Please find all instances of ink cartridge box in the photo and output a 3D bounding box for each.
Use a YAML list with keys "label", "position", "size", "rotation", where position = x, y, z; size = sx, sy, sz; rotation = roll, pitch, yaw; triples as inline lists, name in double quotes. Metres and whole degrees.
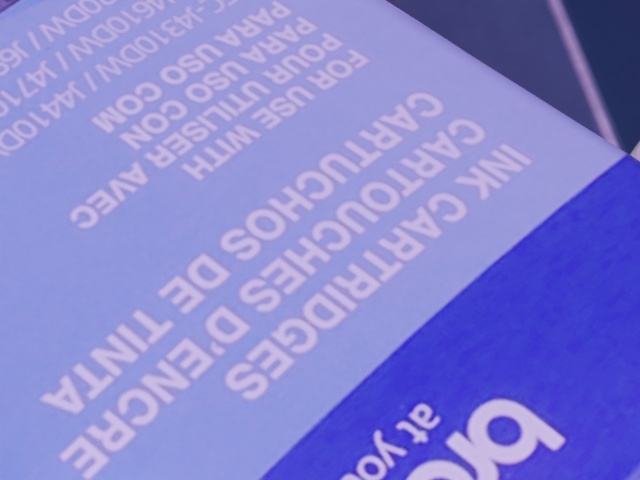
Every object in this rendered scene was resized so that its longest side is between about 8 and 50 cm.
- label: "ink cartridge box"
  position: [-0.043, 0.058, 0.471]
  size: [0.395, 0.270, 0.151]
  rotation: [34, 61, 26]

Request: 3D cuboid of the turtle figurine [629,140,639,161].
- label: "turtle figurine"
  position: [0.234, 0.031, 0.541]
  size: [0.198, 0.275, 0.266]
  rotation: [-2, 36, -47]
